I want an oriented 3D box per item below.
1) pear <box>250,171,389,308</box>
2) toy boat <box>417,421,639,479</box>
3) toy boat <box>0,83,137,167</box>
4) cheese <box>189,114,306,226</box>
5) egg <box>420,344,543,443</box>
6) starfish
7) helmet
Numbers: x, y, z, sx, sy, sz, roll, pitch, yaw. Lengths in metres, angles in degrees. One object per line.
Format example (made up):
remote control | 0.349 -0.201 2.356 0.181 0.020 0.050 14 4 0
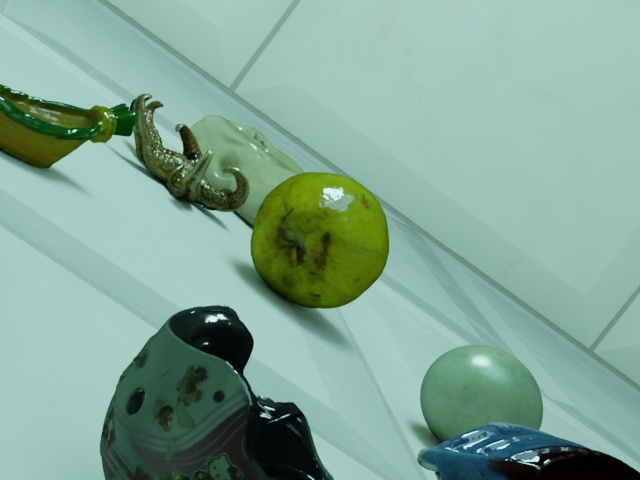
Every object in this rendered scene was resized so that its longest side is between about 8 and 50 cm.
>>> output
pear | 0.000 0.000 1.698 0.149 0.149 0.162 40 14 24
toy boat | 0.190 0.232 1.305 0.142 0.129 0.309 -8 -32 45
toy boat | -0.269 -0.127 1.441 0.229 0.088 0.089 28 11 -47
cheese | -0.059 -0.063 2.034 0.263 0.093 0.159 42 10 26
egg | 0.164 0.164 1.578 0.152 0.114 0.114 30 10 -49
starfish | -0.170 -0.106 1.833 0.190 0.074 0.146 43 8 36
helmet | -0.052 0.129 0.844 0.177 0.107 0.153 55 1 -12
